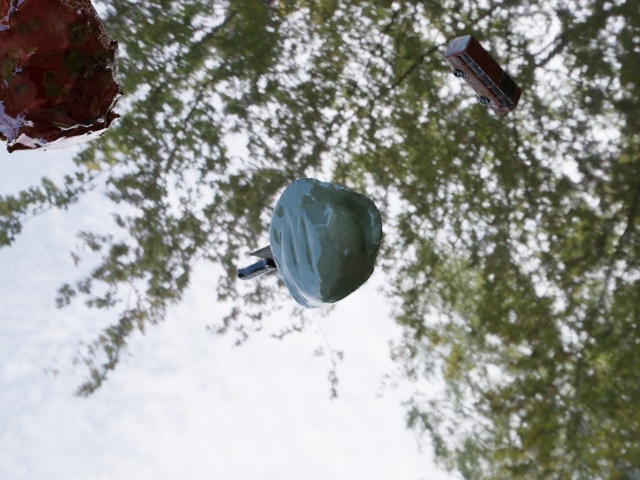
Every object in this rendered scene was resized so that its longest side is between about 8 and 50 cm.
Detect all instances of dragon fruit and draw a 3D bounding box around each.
[{"bbox_3d":[-0.362,-0.240,1.036,0.205,0.210,0.268,-12,-58,20],"label":"dragon fruit"}]

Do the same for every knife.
[{"bbox_3d":[-0.077,0.023,1.376,0.072,0.245,0.019,17,-119,-37],"label":"knife"}]

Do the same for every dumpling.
[{"bbox_3d":[0.013,0.004,1.066,0.108,0.153,0.219,-3,-31,-39],"label":"dumpling"}]

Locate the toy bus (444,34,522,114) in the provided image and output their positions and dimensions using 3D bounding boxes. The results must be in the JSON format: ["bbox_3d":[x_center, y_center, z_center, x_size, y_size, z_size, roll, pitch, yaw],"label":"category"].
[{"bbox_3d":[0.188,-0.189,0.942,0.110,0.043,0.031,37,-114,-31],"label":"toy bus"}]
